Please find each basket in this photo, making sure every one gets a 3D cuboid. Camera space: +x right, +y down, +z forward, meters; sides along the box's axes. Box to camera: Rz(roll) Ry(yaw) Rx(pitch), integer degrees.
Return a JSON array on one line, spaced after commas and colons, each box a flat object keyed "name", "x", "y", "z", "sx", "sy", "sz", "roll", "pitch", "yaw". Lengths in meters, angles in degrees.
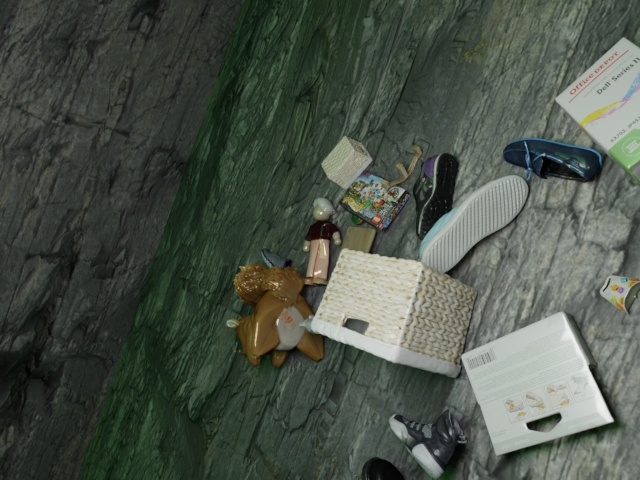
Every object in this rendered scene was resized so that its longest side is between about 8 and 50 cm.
[{"name": "basket", "x": 0.097, "y": -0.300, "z": 1.879, "sx": 0.167, "sy": 0.103, "sz": 0.113, "roll": -48, "pitch": 45, "yaw": 25}, {"name": "basket", "x": 0.212, "y": 0.201, "z": 1.395, "sx": 0.328, "sy": 0.331, "sz": 0.267, "roll": 10, "pitch": 81, "yaw": 48}]

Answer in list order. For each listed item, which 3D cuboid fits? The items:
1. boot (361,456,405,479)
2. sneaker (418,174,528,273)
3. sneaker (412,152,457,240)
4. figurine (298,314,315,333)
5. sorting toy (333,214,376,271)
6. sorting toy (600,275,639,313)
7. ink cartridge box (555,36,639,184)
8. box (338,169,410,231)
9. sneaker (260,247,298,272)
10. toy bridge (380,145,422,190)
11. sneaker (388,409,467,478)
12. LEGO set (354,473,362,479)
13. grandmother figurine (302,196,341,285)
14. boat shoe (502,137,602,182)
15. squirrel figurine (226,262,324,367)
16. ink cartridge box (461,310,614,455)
[{"name": "boot", "x": 0.279, "y": 0.686, "z": 1.280, "sx": 0.260, "sy": 0.131, "sz": 0.348, "roll": -54, "pitch": 54, "yaw": 28}, {"name": "sneaker", "x": 0.423, "y": -0.065, "z": 1.425, "sx": 0.365, "sy": 0.135, "sz": 0.150, "roll": -40, "pitch": 17, "yaw": 10}, {"name": "sneaker", "x": 0.349, "y": -0.134, "z": 1.567, "sx": 0.124, "sy": 0.107, "sz": 0.284, "roll": 1, "pitch": 72, "yaw": 62}, {"name": "figurine", "x": 0.059, "y": 0.255, "z": 1.627, "sx": 0.215, "sy": 0.209, "sz": 0.093, "roll": -40, "pitch": 49, "yaw": 30}, {"name": "sorting toy", "x": 0.135, "y": 0.032, "z": 1.745, "sx": 0.132, "sy": 0.046, "sz": 0.275, "roll": 7, "pitch": 73, "yaw": 48}, {"name": "sorting toy", "x": 0.691, "y": 0.115, "z": 1.136, "sx": 0.083, "sy": 0.044, "sz": 0.075, "roll": -65, "pitch": 22, "yaw": 6}, {"name": "ink cartridge box", "x": 0.734, "y": -0.338, "z": 1.192, "sx": 0.207, "sy": 0.119, "sz": 0.354, "roll": -45, "pitch": 47, "yaw": 26}, {"name": "box", "x": 0.187, "y": -0.145, "z": 1.738, "sx": 0.159, "sy": 0.044, "sz": 0.233, "roll": -52, "pitch": 42, "yaw": -2}, {"name": "sneaker", "x": -0.169, "y": 0.095, "z": 2.054, "sx": 0.098, "sy": 0.083, "sz": 0.224, "roll": -39, "pitch": 51, "yaw": 3}, {"name": "toy bridge", "x": 0.280, "y": -0.238, "z": 1.674, "sx": 0.188, "sy": 0.063, "sz": 0.026, "roll": -46, "pitch": 42, "yaw": -7}, {"name": "sneaker", "x": 0.300, "y": 0.529, "z": 1.351, "sx": 0.153, "sy": 0.101, "sz": 0.268, "roll": -38, "pitch": 14, "yaw": -9}, {"name": "LEGO set", "x": 0.140, "y": 0.747, "z": 1.500, "sx": 0.054, "sy": 0.023, "sz": 0.083, "roll": -50, "pitch": 58, "yaw": 25}, {"name": "grandmother figurine", "x": 0.000, "y": 0.000, "z": 1.876, "sx": 0.207, "sy": 0.104, "sz": 0.343, "roll": -6, "pitch": 74, "yaw": 37}, {"name": "boat shoe", "x": 0.595, "y": -0.212, "z": 1.296, "sx": 0.258, "sy": 0.109, "sz": 0.089, "roll": 17, "pitch": 67, "yaw": 51}, {"name": "squirrel figurine", "x": -0.203, "y": 0.284, "z": 1.877, "sx": 0.370, "sy": 0.280, "sz": 0.398, "roll": -22, "pitch": 69, "yaw": 57}, {"name": "ink cartridge box", "x": 0.522, "y": 0.353, "z": 1.199, "sx": 0.296, "sy": 0.066, "sz": 0.261, "roll": -36, "pitch": 52, "yaw": 34}]
